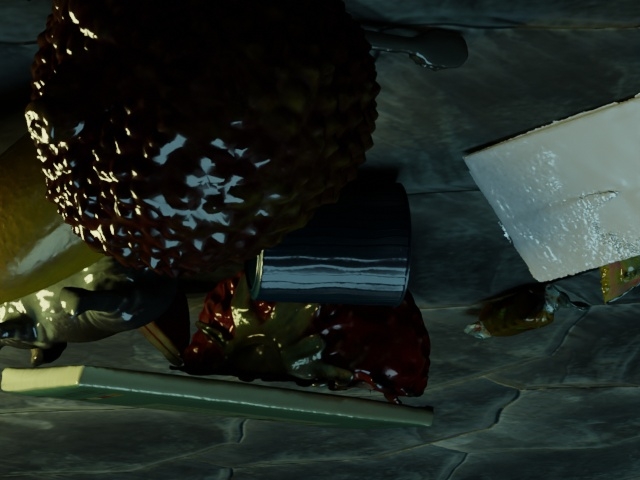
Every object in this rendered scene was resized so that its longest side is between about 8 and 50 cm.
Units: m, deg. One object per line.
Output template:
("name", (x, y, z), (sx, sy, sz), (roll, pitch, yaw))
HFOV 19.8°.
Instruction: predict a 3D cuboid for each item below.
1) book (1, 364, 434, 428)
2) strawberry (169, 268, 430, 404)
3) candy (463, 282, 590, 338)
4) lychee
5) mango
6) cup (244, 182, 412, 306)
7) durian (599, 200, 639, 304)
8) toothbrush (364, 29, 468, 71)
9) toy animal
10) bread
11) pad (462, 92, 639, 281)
("book", (-0.108, 0.161, 1.861), (0.379, 0.031, 0.264), (9, 172, -26))
("strawberry", (0.019, 0.087, 1.879), (0.280, 0.150, 0.253), (11, 172, -43))
("candy", (0.223, 0.078, 2.033), (0.053, 0.046, 0.182), (6, 162, -36))
("lychee", (-0.076, -0.097, 1.220), (0.271, 0.236, 0.236), (-16, 173, -46))
("mango", (-0.240, -0.016, 1.485), (0.317, 0.119, 0.176), (-29, -166, 25))
("cup", (0.001, 0.009, 1.692), (0.138, 0.113, 0.150), (1, 158, -11))
("durian", (0.306, -0.047, 1.675), (0.108, 0.119, 0.187), (41, 131, -10))
("toothbrush", (-0.026, -0.154, 1.361), (0.297, 0.030, 0.030), (4, 168, -25))
("toy animal", (-0.271, 0.058, 1.782), (0.168, 0.106, 0.343), (-1, 167, -33))
("bread", (-0.166, 0.075, 1.924), (0.062, 0.109, 0.043), (-44, -174, -31))
("pad", (0.255, -0.048, 1.612), (0.232, 0.004, 0.156), (-18, 119, 30))
